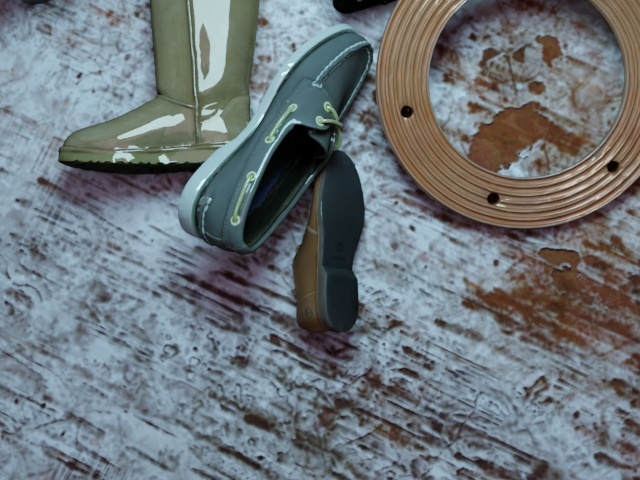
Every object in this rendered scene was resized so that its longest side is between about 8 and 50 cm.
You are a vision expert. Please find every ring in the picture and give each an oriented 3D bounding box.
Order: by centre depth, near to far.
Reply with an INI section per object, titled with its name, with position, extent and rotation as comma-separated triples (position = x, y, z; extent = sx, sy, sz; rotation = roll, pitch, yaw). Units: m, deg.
[ring]
position = 0.229, -0.180, 1.414
extent = 0.337, 0.032, 0.336
rotation = 0, 98, -1

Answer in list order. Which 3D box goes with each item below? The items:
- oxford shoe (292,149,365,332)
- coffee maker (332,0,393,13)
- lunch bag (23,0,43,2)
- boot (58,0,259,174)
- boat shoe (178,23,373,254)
[oxford shoe]
position = 0.000, 0.000, 1.427
extent = 0.076, 0.076, 0.212
rotation = -10, 67, 43
[coffee maker]
position = 0.066, -0.370, 1.451
extent = 0.171, 0.120, 0.178
rotation = -15, 83, -23
[lunch bag]
position = -0.293, -0.426, 1.400
extent = 0.305, 0.256, 0.212
rotation = -28, 82, 1
[boot]
position = -0.184, -0.213, 1.457
extent = 0.236, 0.089, 0.269
rotation = -1, 84, -9
[boat shoe]
position = -0.028, -0.110, 1.391
extent = 0.091, 0.109, 0.305
rotation = 27, 70, 33
